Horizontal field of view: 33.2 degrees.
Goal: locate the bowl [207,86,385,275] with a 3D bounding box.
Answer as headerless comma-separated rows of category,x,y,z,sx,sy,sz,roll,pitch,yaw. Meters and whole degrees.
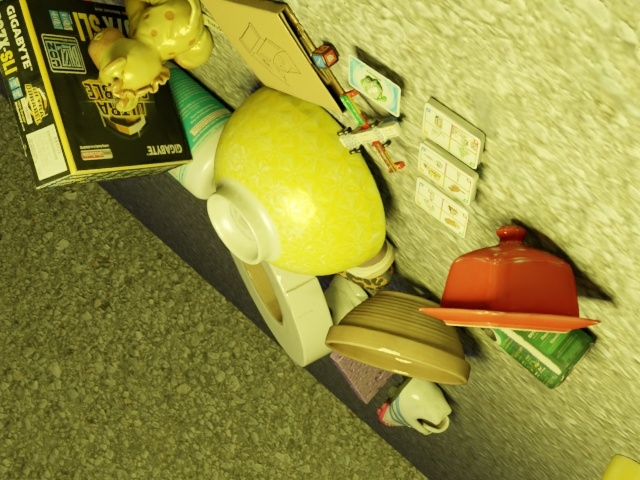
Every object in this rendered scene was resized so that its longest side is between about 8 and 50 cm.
bowl,-0.063,-0.054,1.500,0.289,0.156,0.289,39,150,28

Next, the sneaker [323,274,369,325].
sneaker,0.082,0.169,2.041,0.232,0.115,0.090,37,166,31

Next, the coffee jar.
coffee jar,0.249,0.100,1.354,0.184,0.079,0.096,40,169,13

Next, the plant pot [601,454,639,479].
plant pot,0.469,0.405,1.622,0.134,0.095,0.134,41,168,11

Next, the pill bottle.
pill bottle,-0.242,-0.200,1.790,0.264,0.146,0.146,41,168,15

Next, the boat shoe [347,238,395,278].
boat shoe,-0.005,-0.034,1.702,0.285,0.103,0.092,30,157,37

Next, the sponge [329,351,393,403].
sponge,0.098,0.256,2.279,0.031,0.117,0.210,37,167,35

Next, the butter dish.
butter dish,0.214,0.042,1.213,0.160,0.118,0.160,7,175,-22

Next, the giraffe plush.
giraffe plush,-0.247,-0.270,1.508,0.210,0.170,0.181,33,164,41

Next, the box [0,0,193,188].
box,-0.328,-0.217,1.567,0.322,0.079,0.257,-15,-93,-66

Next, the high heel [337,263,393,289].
high heel,0.000,0.000,1.767,0.261,0.093,0.186,28,174,-2

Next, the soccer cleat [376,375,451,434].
soccer cleat,0.206,0.373,2.324,0.143,0.116,0.331,42,167,11

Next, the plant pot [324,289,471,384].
plant pot,0.135,0.150,1.732,0.237,0.110,0.237,16,167,4

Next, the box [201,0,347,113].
box,-0.059,-0.241,1.353,0.201,0.021,0.164,27,160,52

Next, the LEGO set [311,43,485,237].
LEGO set,0.091,-0.133,1.227,0.244,0.060,0.182,37,154,23

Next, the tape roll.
tape roll,-0.092,0.057,2.064,0.392,0.072,0.392,58,165,25
